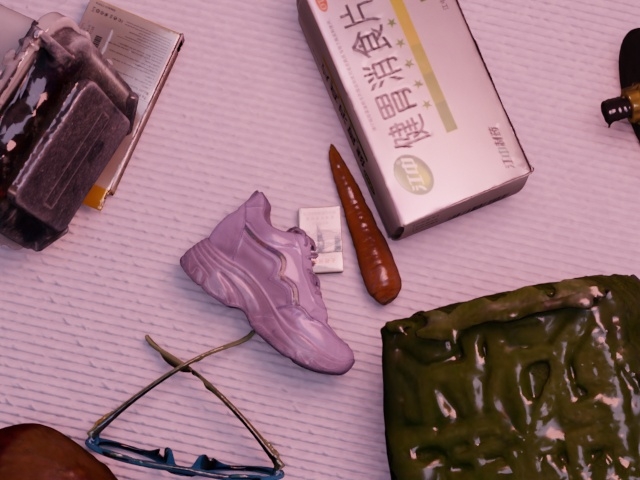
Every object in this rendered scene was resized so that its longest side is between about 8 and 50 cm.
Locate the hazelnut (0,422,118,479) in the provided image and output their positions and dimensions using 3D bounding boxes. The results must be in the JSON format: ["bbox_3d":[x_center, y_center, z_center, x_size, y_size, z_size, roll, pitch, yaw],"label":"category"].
[{"bbox_3d":[-0.323,0.334,1.501,0.217,0.217,0.251,-23,74,-6],"label":"hazelnut"}]

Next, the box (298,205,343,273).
[{"bbox_3d":[0.000,0.000,1.641,0.054,0.024,0.083,-3,82,-5],"label":"box"}]

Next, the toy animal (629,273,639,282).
[{"bbox_3d":[0.328,0.153,1.607,0.269,0.082,0.137,-42,84,1],"label":"toy animal"}]

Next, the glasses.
[{"bbox_3d":[-0.149,0.206,1.590,0.239,0.102,0.207,12,54,0],"label":"glasses"}]

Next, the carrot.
[{"bbox_3d":[0.050,-0.022,1.638,0.048,0.048,0.216,-19,77,-5],"label":"carrot"}]

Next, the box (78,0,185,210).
[{"bbox_3d":[-0.277,-0.170,1.645,0.129,0.033,0.247,24,82,1],"label":"box"}]

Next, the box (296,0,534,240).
[{"bbox_3d":[0.107,-0.184,1.611,0.173,0.145,0.333,-22,85,-7],"label":"box"}]

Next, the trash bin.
[{"bbox_3d":[-0.429,-0.182,1.501,0.367,0.296,0.256,30,84,15],"label":"trash bin"}]

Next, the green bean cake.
[{"bbox_3d":[0.239,0.212,1.474,0.335,0.218,0.319,-16,84,28],"label":"green bean cake"}]

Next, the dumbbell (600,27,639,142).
[{"bbox_3d":[0.532,-0.204,1.617,0.388,0.185,0.185,-15,83,-5],"label":"dumbbell"}]

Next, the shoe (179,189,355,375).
[{"bbox_3d":[-0.040,0.054,1.588,0.245,0.095,0.137,39,94,9],"label":"shoe"}]
